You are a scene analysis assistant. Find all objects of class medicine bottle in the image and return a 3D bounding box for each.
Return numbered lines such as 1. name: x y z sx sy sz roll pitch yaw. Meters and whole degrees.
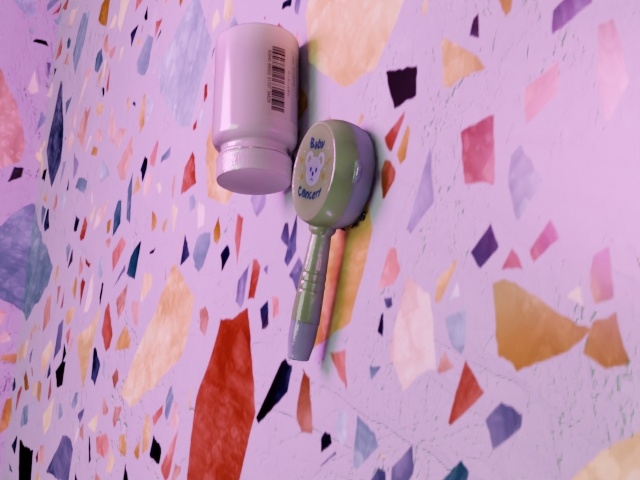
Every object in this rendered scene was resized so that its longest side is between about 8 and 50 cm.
1. medicine bottle: -0.077 -0.155 1.443 0.103 0.102 0.187 -32 53 58

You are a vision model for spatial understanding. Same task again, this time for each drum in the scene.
1. drum: 0.009 -0.003 1.269 0.130 0.049 0.253 -20 64 62
